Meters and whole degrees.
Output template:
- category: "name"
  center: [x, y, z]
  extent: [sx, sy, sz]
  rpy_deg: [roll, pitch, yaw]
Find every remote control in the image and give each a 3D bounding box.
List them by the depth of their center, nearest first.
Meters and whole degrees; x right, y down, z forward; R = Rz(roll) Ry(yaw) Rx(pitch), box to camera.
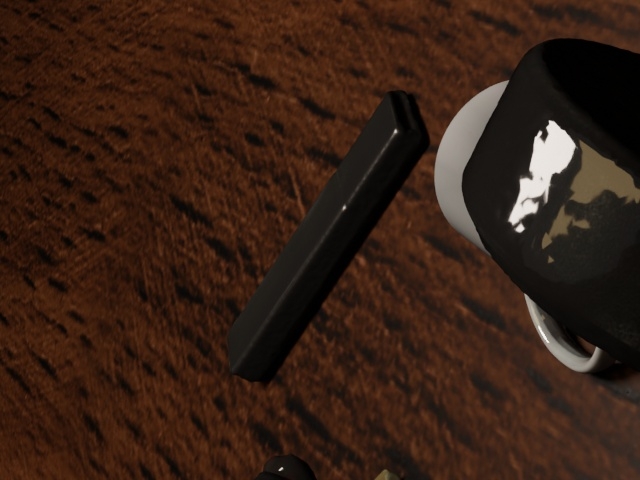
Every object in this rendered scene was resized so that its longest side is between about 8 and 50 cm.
- category: "remote control"
  center: [0.000, 0.000, 1.219]
  extent: [0.245, 0.025, 0.063]
  rpy_deg: [-57, 27, 29]

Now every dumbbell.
- category: "dumbbell"
  center: [0.212, -0.105, 0.672]
  extent: [0.322, 0.203, 0.204]
  rpy_deg: [-62, 29, 23]

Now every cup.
- category: "cup"
  center: [0.138, -0.008, 0.902]
  extent: [0.099, 0.136, 0.133]
  rpy_deg: [-39, 29, -6]

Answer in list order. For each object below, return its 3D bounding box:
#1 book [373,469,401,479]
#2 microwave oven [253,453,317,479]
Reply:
- category: "book"
  center: [0.005, 0.253, 1.073]
  extent: [0.199, 0.016, 0.138]
  rpy_deg: [-52, 34, 35]
- category: "microwave oven"
  center: [0.024, 0.255, 0.844]
  extent: [0.178, 0.188, 0.247]
  rpy_deg: [24, 98, 64]
